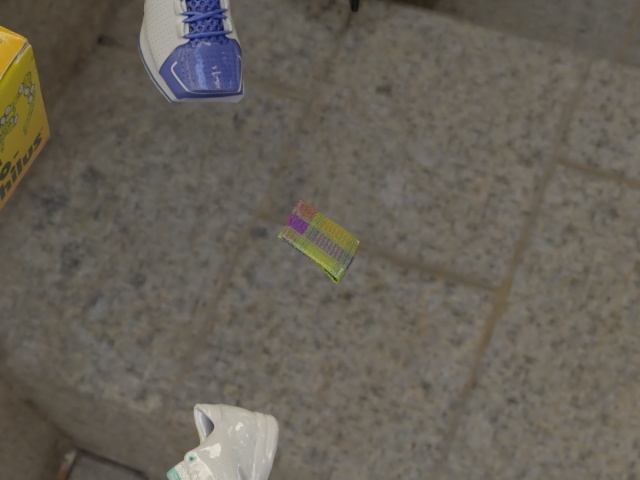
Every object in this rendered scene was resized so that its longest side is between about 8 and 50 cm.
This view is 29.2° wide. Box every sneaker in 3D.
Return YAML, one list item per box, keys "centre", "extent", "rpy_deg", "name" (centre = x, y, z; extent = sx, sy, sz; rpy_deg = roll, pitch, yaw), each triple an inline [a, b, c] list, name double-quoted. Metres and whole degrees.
- centre: [-0.170, -0.347, 1.608]
  extent: [0.182, 0.127, 0.316]
  rpy_deg: [132, -51, -63]
  name: "sneaker"
- centre: [-0.097, 0.237, 1.118]
  extent: [0.080, 0.094, 0.212]
  rpy_deg: [-57, -161, 36]
  name: "sneaker"

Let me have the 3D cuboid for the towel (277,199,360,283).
- centre: [0.000, 0.000, 0.933]
  extent: [0.009, 0.060, 0.083]
  rpy_deg: [-52, -176, 23]
  name: "towel"

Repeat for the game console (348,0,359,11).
- centre: [0.073, -0.388, 1.693]
  extent: [0.122, 0.071, 0.107]
  rpy_deg: [-98, -170, -47]
  name: "game console"

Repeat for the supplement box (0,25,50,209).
- centre: [-0.484, -0.151, 1.244]
  extent: [0.194, 0.356, 0.195]
  rpy_deg: [-62, 174, -24]
  name: "supplement box"
